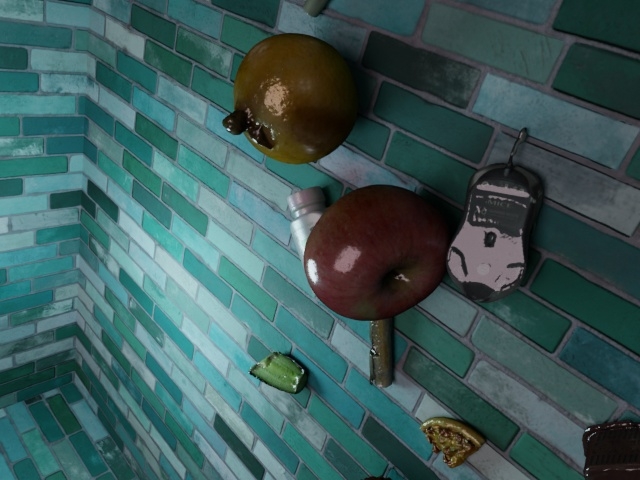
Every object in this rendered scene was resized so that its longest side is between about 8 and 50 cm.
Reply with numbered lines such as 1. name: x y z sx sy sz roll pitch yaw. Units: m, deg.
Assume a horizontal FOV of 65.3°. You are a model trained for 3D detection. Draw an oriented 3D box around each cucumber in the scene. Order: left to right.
1. cucumber: -0.133 0.447 1.684 0.193 0.115 0.085 18 156 35

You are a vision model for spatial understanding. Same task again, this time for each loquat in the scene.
1. loquat: -0.085 -0.343 1.257 0.328 0.360 0.328 42 149 33

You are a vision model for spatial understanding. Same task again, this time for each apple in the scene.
1. apple: 0.126 0.023 1.185 0.269 0.345 0.344 -122 42 -52

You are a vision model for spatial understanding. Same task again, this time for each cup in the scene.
1. cup: -0.011 -0.641 1.306 0.083 0.055 0.074 -43 72 43

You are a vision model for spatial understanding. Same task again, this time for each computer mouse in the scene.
1. computer mouse: 0.385 -0.051 1.067 0.167 0.090 0.378 19 99 25

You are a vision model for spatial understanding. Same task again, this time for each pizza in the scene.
1. pizza: 0.340 0.521 1.279 0.175 0.046 0.134 -13 92 44

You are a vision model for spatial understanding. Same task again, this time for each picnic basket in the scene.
1. picnic basket: 0.639 0.459 0.924 0.297 0.129 0.222 -27 83 45

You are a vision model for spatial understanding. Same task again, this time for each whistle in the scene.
1. whistle: 0.166 0.248 1.367 0.068 0.057 0.325 0 104 2

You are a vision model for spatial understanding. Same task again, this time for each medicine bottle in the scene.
1. medicine bottle: 0.000 0.000 1.422 0.161 0.111 0.295 -21 85 44

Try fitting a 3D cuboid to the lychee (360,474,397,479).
1. lychee: 0.173 0.793 1.360 0.305 0.276 0.275 6 106 21
